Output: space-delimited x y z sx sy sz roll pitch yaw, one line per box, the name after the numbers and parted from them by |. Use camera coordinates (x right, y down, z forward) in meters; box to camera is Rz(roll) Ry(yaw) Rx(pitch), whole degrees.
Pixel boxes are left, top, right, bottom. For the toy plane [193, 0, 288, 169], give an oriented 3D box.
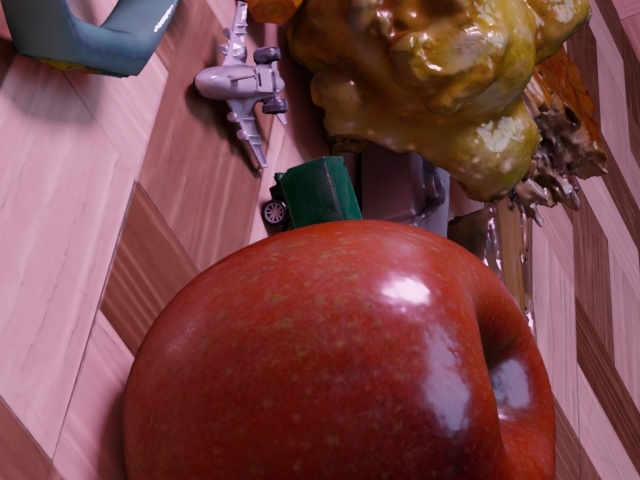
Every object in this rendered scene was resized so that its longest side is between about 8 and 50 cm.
-0.071 -0.148 1.716 0.171 0.065 0.162 -9 91 -75 | toy plane

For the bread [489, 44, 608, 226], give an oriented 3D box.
0.223 -0.162 2.280 0.314 0.191 0.370 57 19 -27 | bread

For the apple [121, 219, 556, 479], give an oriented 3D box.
0.022 0.149 1.364 0.348 0.277 0.348 53 26 -41 | apple

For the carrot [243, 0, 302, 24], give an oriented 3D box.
-0.064 -0.354 1.932 0.066 0.066 0.314 47 27 -48 | carrot

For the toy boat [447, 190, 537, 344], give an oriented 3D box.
0.178 0.155 2.008 0.162 0.136 0.445 41 40 -47 | toy boat

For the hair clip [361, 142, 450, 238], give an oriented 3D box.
0.095 -0.029 1.996 0.331 0.085 0.101 -87 155 -49 | hair clip

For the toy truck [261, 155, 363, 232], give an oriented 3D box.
0.000 0.000 1.737 0.065 0.079 0.147 -8 81 -70 | toy truck

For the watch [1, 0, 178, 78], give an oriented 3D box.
-0.174 -0.225 1.413 0.237 0.068 0.195 7 91 -67 | watch

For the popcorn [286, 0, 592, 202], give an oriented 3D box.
0.127 -0.231 1.932 0.290 0.326 0.321 69 7 -52 | popcorn
